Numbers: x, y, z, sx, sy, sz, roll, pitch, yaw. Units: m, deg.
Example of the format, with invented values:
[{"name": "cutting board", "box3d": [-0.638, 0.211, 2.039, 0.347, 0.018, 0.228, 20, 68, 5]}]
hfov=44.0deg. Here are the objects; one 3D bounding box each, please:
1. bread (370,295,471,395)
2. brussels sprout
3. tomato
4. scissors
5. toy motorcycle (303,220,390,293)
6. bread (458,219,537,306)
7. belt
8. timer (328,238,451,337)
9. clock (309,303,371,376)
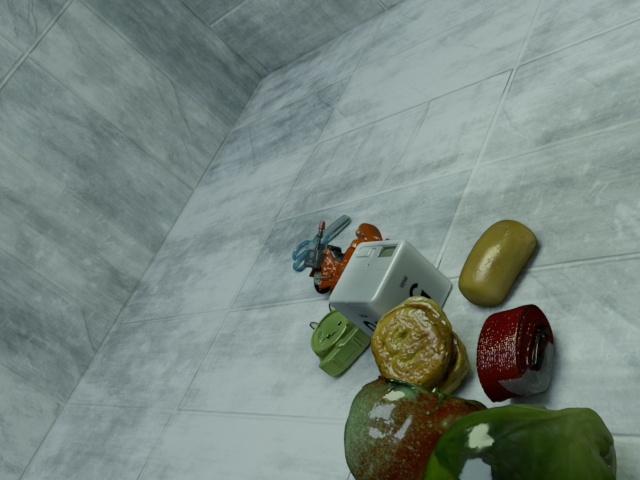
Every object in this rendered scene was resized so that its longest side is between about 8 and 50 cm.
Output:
[{"name": "bread", "box3d": [0.214, 0.246, 1.763, 0.198, 0.120, 0.236, -42, 57, 21]}, {"name": "brussels sprout", "box3d": [0.317, 0.407, 1.262, 0.354, 0.282, 0.289, -30, 39, -23]}, {"name": "tomato", "box3d": [0.190, 0.398, 1.520, 0.303, 0.303, 0.239, 3, 74, 59]}, {"name": "scissors", "box3d": [0.000, 0.000, 2.604, 0.256, 0.030, 0.125, -40, 29, 23]}, {"name": "toy motorcycle", "box3d": [0.082, 0.057, 2.280, 0.325, 0.147, 0.221, 5, 81, 53]}, {"name": "bread", "box3d": [0.400, 0.046, 1.836, 0.217, 0.098, 0.147, -56, 23, -16]}, {"name": "belt", "box3d": [0.395, 0.221, 1.570, 0.124, 0.128, 0.201, -24, 35, 44]}, {"name": "timer", "box3d": [0.173, 0.129, 1.968, 0.192, 0.195, 0.194, -5, 49, 55]}, {"name": "clock", "box3d": [0.041, 0.255, 2.151, 0.170, 0.069, 0.232, -48, 26, 3]}]
